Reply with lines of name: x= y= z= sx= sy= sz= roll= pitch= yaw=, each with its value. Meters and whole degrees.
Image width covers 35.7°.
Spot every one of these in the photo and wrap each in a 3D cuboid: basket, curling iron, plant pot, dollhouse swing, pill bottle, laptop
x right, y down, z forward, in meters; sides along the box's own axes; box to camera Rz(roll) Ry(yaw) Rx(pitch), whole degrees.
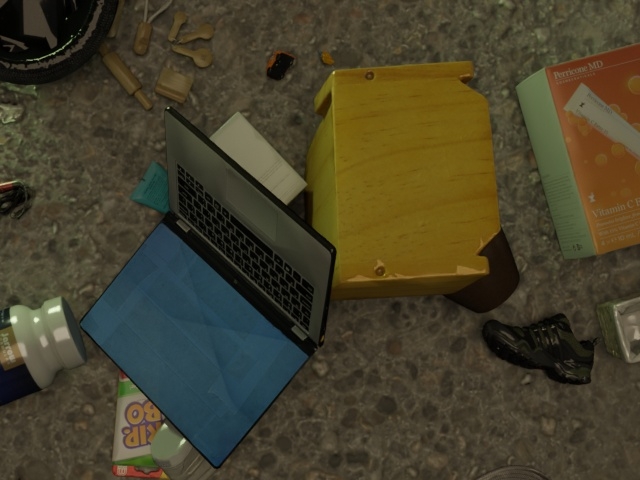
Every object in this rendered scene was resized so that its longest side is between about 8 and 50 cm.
basket: x=0.610 y=0.151 z=1.839 sx=0.167 sy=0.103 sz=0.113 roll=-14 pitch=89 yaw=-6
curling iron: x=-0.640 y=-0.057 z=1.737 sx=0.273 sy=0.035 sz=0.068 roll=-8 pitch=88 yaw=-7
plant pot: x=0.245 y=0.013 z=1.768 sx=0.215 sy=0.215 sz=0.230 roll=-45 pitch=107 yaw=-7
dollhouse swing: x=0.118 y=-0.064 z=1.648 sx=0.315 sy=0.305 sz=0.347 roll=-3 pitch=72 yaw=3
pill bottle: x=-0.541 y=0.199 z=1.678 sx=0.264 sy=0.153 sz=0.153 roll=-22 pitch=90 yaw=-7
laptop: x=-0.201 y=0.080 z=1.592 sx=0.236 sy=0.408 sz=0.382 roll=-36 pitch=64 yaw=-29

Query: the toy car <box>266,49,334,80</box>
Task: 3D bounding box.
toy car: x=-0.042 y=-0.325 z=1.830 sx=0.122 sy=0.060 sz=0.041 roll=1 pitch=43 yaw=-23

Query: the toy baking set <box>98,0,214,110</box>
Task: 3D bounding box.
toy baking set: x=-0.308 y=-0.365 z=1.797 sx=0.197 sy=0.030 sz=0.256 roll=-43 pitch=93 yaw=-10

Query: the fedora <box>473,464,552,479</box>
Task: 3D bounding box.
fedora: x=0.370 y=0.554 z=1.781 sx=0.243 sy=0.124 sz=0.276 roll=-15 pitch=89 yaw=-8

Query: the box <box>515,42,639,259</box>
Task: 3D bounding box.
box: x=0.522 y=-0.159 z=1.811 sx=0.214 sy=0.168 sz=0.346 roll=-16 pitch=89 yaw=-7

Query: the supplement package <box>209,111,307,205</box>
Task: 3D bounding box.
supplement package: x=-0.124 y=-0.124 z=1.766 sx=0.105 sy=0.105 sz=0.179 roll=-44 pitch=93 yaw=-6

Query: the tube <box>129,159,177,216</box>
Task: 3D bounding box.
tube: x=-0.234 y=-0.058 z=1.781 sx=0.207 sy=0.052 sz=0.080 roll=30 pitch=82 yaw=1

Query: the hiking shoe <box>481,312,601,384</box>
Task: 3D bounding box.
hiking shoe: x=0.405 y=0.182 z=1.835 sx=0.226 sy=0.086 sz=0.114 roll=25 pitch=71 yaw=-10

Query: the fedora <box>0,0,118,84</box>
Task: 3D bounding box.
fedora: x=-0.493 y=-0.428 z=1.713 sx=0.333 sy=0.152 sz=0.334 roll=0 pitch=91 yaw=-6

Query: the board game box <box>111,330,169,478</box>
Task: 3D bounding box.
board game box: x=-0.299 y=0.293 z=1.763 sx=0.124 sy=0.039 sz=0.260 roll=5 pitch=89 yaw=-6

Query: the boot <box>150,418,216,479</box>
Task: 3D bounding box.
boot: x=-0.196 y=0.314 z=1.752 sx=0.095 sy=0.123 sz=0.258 roll=15 pitch=55 yaw=34
